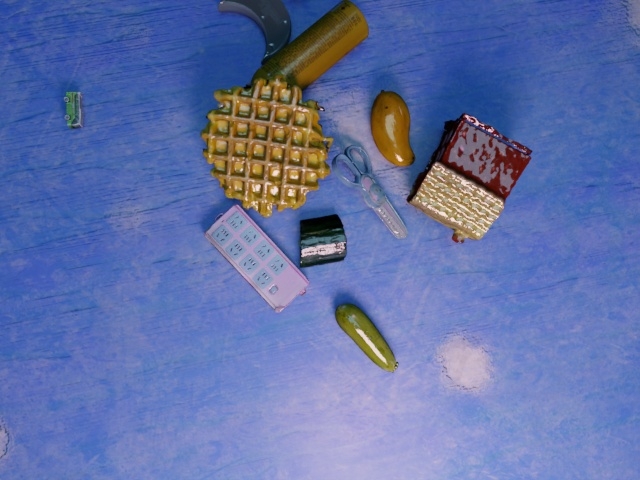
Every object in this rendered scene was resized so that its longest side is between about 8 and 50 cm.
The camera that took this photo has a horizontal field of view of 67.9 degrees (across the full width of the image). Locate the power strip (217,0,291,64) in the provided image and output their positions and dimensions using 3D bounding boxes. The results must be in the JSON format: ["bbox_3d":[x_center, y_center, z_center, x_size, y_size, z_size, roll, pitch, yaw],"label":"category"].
[{"bbox_3d":[-0.153,-0.545,1.156,0.137,0.044,0.216,-37,89,-6],"label":"power strip"}]

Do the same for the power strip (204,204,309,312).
[{"bbox_3d":[-0.149,0.042,1.118,0.109,0.037,0.279,-43,90,-6],"label":"power strip"}]

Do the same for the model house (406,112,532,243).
[{"bbox_3d":[0.329,-0.133,1.102,0.195,0.160,0.254,28,86,-2],"label":"model house"}]

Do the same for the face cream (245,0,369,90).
[{"bbox_3d":[-0.046,-0.418,1.124,0.348,0.105,0.105,-41,89,-6],"label":"face cream"}]

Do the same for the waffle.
[{"bbox_3d":[-0.114,-0.207,1.078,0.328,0.062,0.330,-2,106,-6],"label":"waffle"}]

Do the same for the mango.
[{"bbox_3d":[0.171,-0.269,1.144,0.098,0.075,0.191,-13,93,4],"label":"mango"}]

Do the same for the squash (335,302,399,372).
[{"bbox_3d":[0.109,0.226,1.107,0.066,0.066,0.201,-41,90,-5],"label":"squash"}]

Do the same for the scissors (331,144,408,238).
[{"bbox_3d":[0.127,-0.109,1.134,0.256,0.030,0.125,53,46,-8],"label":"scissors"}]

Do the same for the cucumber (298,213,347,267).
[{"bbox_3d":[0.000,0.000,1.120,0.115,0.062,0.117,-9,88,-8],"label":"cucumber"}]

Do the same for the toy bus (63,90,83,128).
[{"bbox_3d":[-0.580,-0.307,1.120,0.037,0.031,0.084,-3,86,-13],"label":"toy bus"}]
